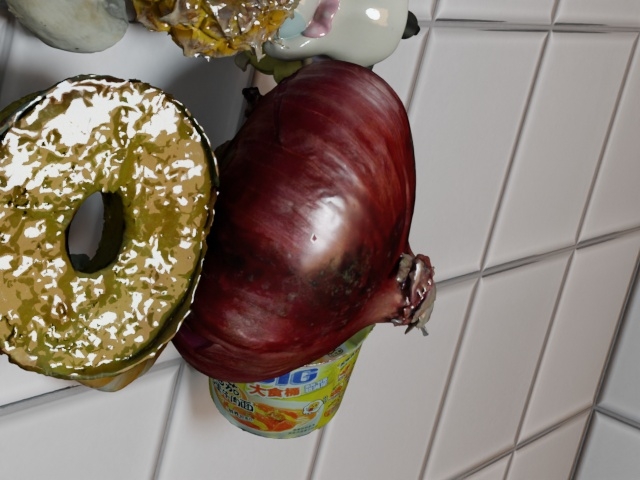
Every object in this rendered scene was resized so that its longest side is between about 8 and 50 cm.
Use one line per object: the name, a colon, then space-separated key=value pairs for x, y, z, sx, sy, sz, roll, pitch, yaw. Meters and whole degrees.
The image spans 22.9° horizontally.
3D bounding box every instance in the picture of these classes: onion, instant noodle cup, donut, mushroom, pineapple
onion: x=0.000 y=0.000 z=1.584 sx=0.347 sy=0.285 sz=0.347 roll=-61 pitch=-179 yaw=1
instant noodle cup: x=-0.046 y=0.117 z=1.799 sx=0.205 sy=0.205 sz=0.153 roll=-42 pitch=154 yaw=-41
donut: x=-0.218 y=-0.015 z=1.395 sx=0.272 sy=0.107 sz=0.272 roll=-8 pitch=105 yaw=-33
mushroom: x=-0.235 y=-0.232 z=1.298 sx=0.092 sy=0.081 sz=0.223 roll=-58 pitch=150 yaw=-11
pineapple: x=-0.087 y=-0.266 z=1.453 sx=0.225 sy=0.076 sz=0.224 roll=-6 pitch=103 yaw=-31

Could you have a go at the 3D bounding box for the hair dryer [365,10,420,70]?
hair dryer: x=0.070 y=-0.242 z=1.869 sx=0.248 sy=0.078 sz=0.195 roll=4 pitch=108 yaw=-68

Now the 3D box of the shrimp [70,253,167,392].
shrimp: x=-0.188 y=0.060 z=1.611 sx=0.287 sy=0.068 sz=0.185 roll=-34 pitch=136 yaw=-49

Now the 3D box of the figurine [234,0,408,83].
figurine: x=-0.036 y=-0.242 z=1.610 sx=0.235 sy=0.127 sz=0.155 roll=4 pitch=152 yaw=-33
